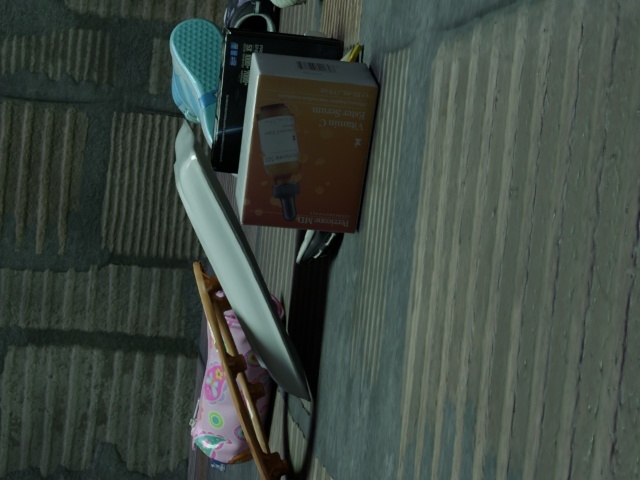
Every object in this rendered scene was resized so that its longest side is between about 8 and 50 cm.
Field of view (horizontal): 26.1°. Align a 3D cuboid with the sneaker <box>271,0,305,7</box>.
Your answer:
[{"bbox_3d":[-0.021,-0.436,1.904,0.086,0.085,0.237,-51,-18,-56],"label":"sneaker"}]

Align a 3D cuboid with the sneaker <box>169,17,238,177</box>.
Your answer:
[{"bbox_3d":[-0.179,-0.229,2.523,0.208,0.127,0.319,110,140,-70],"label":"sneaker"}]

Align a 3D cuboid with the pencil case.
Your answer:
[{"bbox_3d":[-0.130,0.210,2.124,0.124,0.124,0.284,-99,17,-59],"label":"pencil case"}]

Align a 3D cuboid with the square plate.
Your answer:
[{"bbox_3d":[-0.115,0.021,1.815,0.347,0.049,0.344,-120,6,-76],"label":"square plate"}]

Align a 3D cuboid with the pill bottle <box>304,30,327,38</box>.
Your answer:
[{"bbox_3d":[-0.012,-0.234,1.831,0.043,0.043,0.083,-97,15,-56],"label":"pill bottle"}]

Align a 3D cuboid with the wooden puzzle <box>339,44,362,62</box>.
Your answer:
[{"bbox_3d":[0.016,-0.185,1.606,0.078,0.014,0.116,-60,12,-15],"label":"wooden puzzle"}]

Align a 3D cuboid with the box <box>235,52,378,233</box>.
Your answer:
[{"bbox_3d":[-0.017,-0.105,1.493,0.091,0.130,0.170,-107,23,-67],"label":"box"}]

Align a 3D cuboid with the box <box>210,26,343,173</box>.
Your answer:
[{"bbox_3d":[-0.058,-0.173,1.750,0.077,0.147,0.180,-122,38,-76],"label":"box"}]

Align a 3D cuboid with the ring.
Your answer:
[{"bbox_3d":[-0.099,0.182,1.819,0.336,0.032,0.336,162,90,-88],"label":"ring"}]

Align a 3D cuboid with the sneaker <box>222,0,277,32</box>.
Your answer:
[{"bbox_3d":[-0.140,-0.356,2.574,0.153,0.101,0.268,-97,14,-53],"label":"sneaker"}]

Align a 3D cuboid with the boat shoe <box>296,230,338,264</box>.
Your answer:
[{"bbox_3d":[0.000,0.000,1.635,0.125,0.038,0.046,112,180,-60],"label":"boat shoe"}]
